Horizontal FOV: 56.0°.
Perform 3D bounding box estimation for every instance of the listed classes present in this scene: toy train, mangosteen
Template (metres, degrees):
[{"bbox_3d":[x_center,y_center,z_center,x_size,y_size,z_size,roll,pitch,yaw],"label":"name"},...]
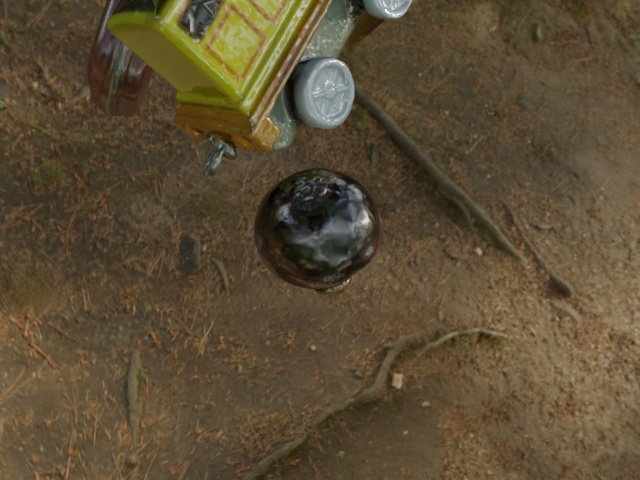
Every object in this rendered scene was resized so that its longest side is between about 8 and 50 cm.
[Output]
[{"bbox_3d":[-0.029,-0.142,0.347,0.127,0.089,0.219,36,79,-44],"label":"toy train"},{"bbox_3d":[0.000,0.000,1.074,0.228,0.265,0.228,-7,43,7],"label":"mangosteen"}]

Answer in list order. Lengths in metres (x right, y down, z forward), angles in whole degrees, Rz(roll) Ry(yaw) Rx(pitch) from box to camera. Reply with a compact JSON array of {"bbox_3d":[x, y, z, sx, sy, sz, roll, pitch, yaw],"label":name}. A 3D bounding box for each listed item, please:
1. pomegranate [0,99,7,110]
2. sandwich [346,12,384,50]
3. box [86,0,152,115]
[{"bbox_3d":[-0.456,-0.167,0.700,0.131,0.191,0.151,35,72,-48],"label":"pomegranate"},{"bbox_3d":[0.086,-0.396,0.906,0.088,0.244,0.090,26,53,-25],"label":"sandwich"},{"bbox_3d":[-0.368,-0.373,1.169,0.108,0.404,0.263,19,87,-18],"label":"box"}]
